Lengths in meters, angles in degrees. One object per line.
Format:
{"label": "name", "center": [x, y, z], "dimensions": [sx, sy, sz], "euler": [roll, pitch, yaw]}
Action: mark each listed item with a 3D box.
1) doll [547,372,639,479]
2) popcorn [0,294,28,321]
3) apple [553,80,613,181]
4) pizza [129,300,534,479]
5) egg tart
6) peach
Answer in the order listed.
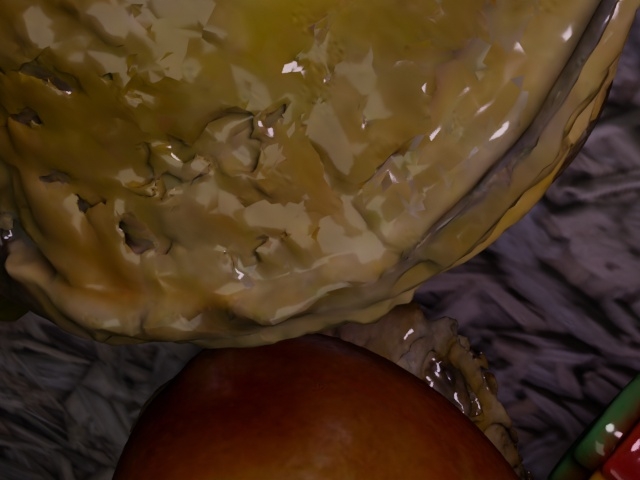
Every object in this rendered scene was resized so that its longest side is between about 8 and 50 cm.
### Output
{"label": "doll", "center": [0.300, 0.228, 1.152], "dimensions": [0.363, 0.160, 0.183], "euler": [33, 144, 2]}
{"label": "popcorn", "center": [-0.199, -0.101, 1.077], "dimensions": [0.325, 0.290, 0.321], "euler": [10, 140, 2]}
{"label": "apple", "center": [0.047, -0.109, 0.942], "dimensions": [0.211, 0.188, 0.211], "euler": [25, 147, 17]}
{"label": "pizza", "center": [-0.005, 0.195, 1.436], "dimensions": [0.391, 0.080, 0.435], "euler": [5, 134, 35]}
{"label": "egg tart", "center": [-0.056, -0.173, 0.762], "dimensions": [0.443, 0.443, 0.178], "euler": [4, 171, 36]}
{"label": "peach", "center": [0.001, 0.210, 1.139], "dimensions": [0.307, 0.308, 0.332], "euler": [-2, 117, 41]}
